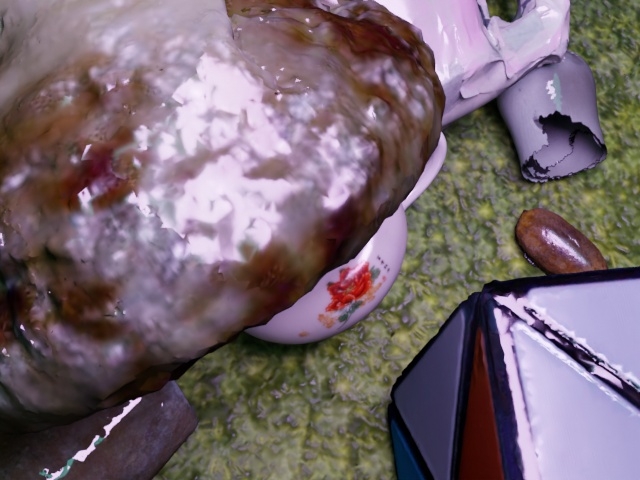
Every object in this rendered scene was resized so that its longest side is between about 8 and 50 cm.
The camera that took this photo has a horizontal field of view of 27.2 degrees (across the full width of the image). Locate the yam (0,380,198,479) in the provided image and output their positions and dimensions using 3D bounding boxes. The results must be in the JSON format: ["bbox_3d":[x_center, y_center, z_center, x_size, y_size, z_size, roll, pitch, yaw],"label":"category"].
[{"bbox_3d":[-0.189,0.166,0.835,0.106,0.106,0.259,42,69,8],"label":"yam"}]

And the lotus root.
[{"bbox_3d":[0.184,0.007,1.017,0.083,0.030,0.037,41,67,8],"label":"lotus root"}]

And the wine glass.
[{"bbox_3d":[0.172,-0.147,1.055,0.079,0.079,0.196,-6,67,-14],"label":"wine glass"}]

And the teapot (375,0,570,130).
[{"bbox_3d":[0.069,-0.162,1.002,0.221,0.163,0.178,-28,77,-33],"label":"teapot"}]

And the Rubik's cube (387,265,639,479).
[{"bbox_3d":[0.197,0.166,0.833,0.248,0.246,0.250,-3,68,-12],"label":"Rubik's cube"}]

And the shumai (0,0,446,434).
[{"bbox_3d":[-0.151,-0.110,0.767,0.395,0.395,0.348,-35,101,-22],"label":"shumai"}]

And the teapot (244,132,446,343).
[{"bbox_3d":[0.000,0.000,0.934,0.226,0.092,0.145,-40,51,0],"label":"teapot"}]
